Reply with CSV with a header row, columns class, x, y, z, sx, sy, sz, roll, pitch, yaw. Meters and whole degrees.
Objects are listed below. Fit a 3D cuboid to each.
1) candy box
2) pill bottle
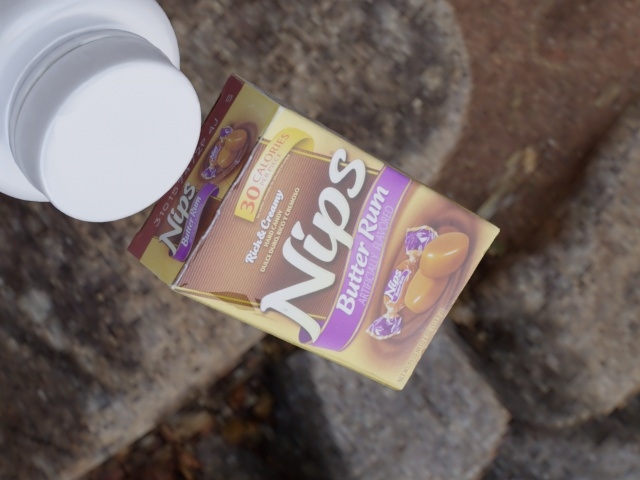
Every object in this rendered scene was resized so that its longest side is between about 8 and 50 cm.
class,x,y,z,sx,sy,sz,roll,pitch,yaw
candy box,0.000,0.000,0.996,0.186,0.053,0.109,26,97,-42
pill bottle,-0.147,-0.097,0.907,0.117,0.215,0.117,-22,133,-26
